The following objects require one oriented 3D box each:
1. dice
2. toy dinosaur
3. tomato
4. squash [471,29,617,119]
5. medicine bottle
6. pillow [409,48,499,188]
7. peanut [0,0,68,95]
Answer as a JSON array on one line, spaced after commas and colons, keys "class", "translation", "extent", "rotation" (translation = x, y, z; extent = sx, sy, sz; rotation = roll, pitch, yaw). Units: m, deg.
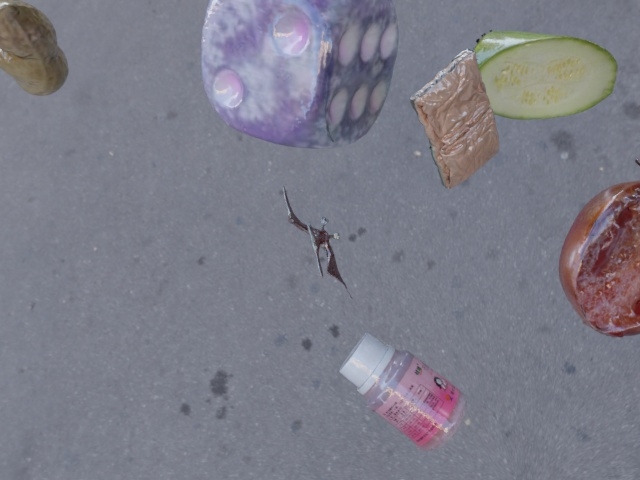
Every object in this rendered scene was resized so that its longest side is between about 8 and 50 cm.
[{"class": "dice", "translation": [-0.034, -0.331, 1.052], "extent": [0.271, 0.270, 0.270], "rotation": [23, 120, 25]}, {"class": "toy dinosaur", "translation": [-0.001, 0.001, 0.977], "extent": [0.032, 0.108, 0.220], "rotation": [-35, 90, 23]}, {"class": "tomato", "translation": [0.535, 0.021, 1.050], "extent": [0.309, 0.309, 0.170], "rotation": [-42, 22, -2]}, {"class": "squash", "translation": [0.464, -0.345, 1.246], "extent": [0.260, 0.189, 0.189], "rotation": [27, 78, 36]}, {"class": "medicine bottle", "translation": [0.164, 0.300, 1.181], "extent": [0.247, 0.147, 0.147], "rotation": [37, 83, 5]}, {"class": "pillow", "translation": [0.227, -0.186, 0.948], "extent": [0.126, 0.233, 0.043], "rotation": [-39, 46, -5]}, {"class": "peanut", "translation": [-0.468, -0.306, 0.931], "extent": [0.104, 0.228, 0.086], "rotation": [-17, 79, -17]}]
